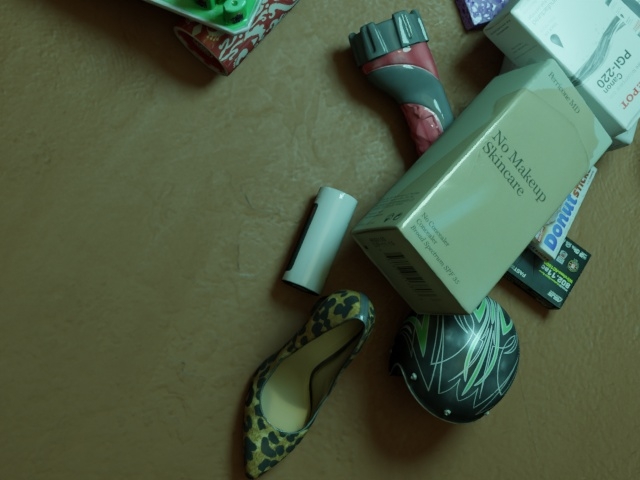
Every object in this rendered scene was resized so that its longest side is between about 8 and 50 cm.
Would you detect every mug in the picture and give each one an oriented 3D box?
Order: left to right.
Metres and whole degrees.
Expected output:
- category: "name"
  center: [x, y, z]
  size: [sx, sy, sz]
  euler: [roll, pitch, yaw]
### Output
- category: "mug"
  center: [-0.113, -0.312, 1.174]
  size: [0.150, 0.113, 0.169]
  euler: [36, 83, 13]

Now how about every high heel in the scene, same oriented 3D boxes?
- category: "high heel"
  center: [-0.021, 0.177, 1.108]
  size: [0.093, 0.186, 0.261]
  euler: [28, 80, -10]

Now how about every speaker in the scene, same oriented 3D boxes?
- category: "speaker"
  center: [0.000, 0.000, 1.195]
  size: [0.055, 0.055, 0.136]
  euler: [24, 81, -10]

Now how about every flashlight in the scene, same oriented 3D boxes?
- category: "flashlight"
  center: [0.133, -0.146, 1.218]
  size: [0.103, 0.103, 0.304]
  euler: [-17, 94, 31]

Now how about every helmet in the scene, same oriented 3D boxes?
- category: "helmet"
  center: [0.173, 0.145, 1.169]
  size: [0.169, 0.161, 0.170]
  euler: [1, 86, -13]

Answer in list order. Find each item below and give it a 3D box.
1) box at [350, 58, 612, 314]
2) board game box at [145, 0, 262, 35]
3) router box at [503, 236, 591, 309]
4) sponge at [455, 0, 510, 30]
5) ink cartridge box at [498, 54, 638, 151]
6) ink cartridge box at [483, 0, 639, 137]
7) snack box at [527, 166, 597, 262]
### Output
- category: "box"
  center: [0.200, -0.066, 1.125]
  size: [0.148, 0.121, 0.311]
  euler: [48, 69, -15]
- category: "board game box"
  center: [-0.197, -0.491, 1.114]
  size: [0.389, 0.050, 0.390]
  euler: [22, 78, 2]
- category: "router box"
  center: [0.301, 0.025, 1.272]
  size: [0.122, 0.038, 0.092]
  euler: [34, 79, -9]
- category: "sponge"
  center: [0.284, -0.381, 1.302]
  size: [0.210, 0.031, 0.117]
  euler: [-19, 90, -14]
- category: "ink cartridge box"
  center: [0.351, -0.224, 1.280]
  size: [0.190, 0.082, 0.140]
  euler: [20, 81, -10]
- category: "ink cartridge box"
  center: [0.349, -0.259, 1.194]
  size: [0.218, 0.092, 0.158]
  euler: [43, 78, -8]
- category: "snack box"
  center: [0.324, -0.054, 1.263]
  size: [0.064, 0.022, 0.178]
  euler: [39, 58, -8]
